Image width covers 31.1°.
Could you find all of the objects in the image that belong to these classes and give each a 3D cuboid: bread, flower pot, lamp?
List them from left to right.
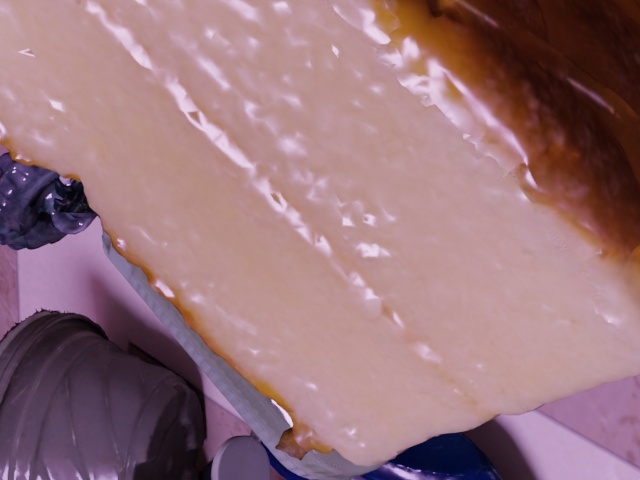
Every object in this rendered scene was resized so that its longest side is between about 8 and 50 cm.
[{"bbox_3d":[-0.183,0.177,0.952,0.141,0.235,0.235,8,117,17],"label":"flower pot"},{"bbox_3d":[-0.045,0.090,0.791,0.056,0.198,0.050,-6,146,37],"label":"lamp"},{"bbox_3d":[0.037,-0.099,0.495,0.279,0.279,0.207,47,135,-10],"label":"bread"}]

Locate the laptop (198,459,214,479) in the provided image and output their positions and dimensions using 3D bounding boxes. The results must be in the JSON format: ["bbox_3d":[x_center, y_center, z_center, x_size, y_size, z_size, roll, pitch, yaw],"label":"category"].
[{"bbox_3d":[-0.088,0.275,1.030,0.129,0.016,0.180,54,138,11],"label":"laptop"}]

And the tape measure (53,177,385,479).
[{"bbox_3d":[0.000,0.000,0.669,0.235,0.207,0.115,50,162,1],"label":"tape measure"}]

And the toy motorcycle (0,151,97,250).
[{"bbox_3d":[-0.095,-0.118,0.754,0.143,0.188,0.327,52,122,27],"label":"toy motorcycle"}]

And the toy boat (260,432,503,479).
[{"bbox_3d":[0.035,0.213,0.832,0.210,0.070,0.291,40,140,5],"label":"toy boat"}]
